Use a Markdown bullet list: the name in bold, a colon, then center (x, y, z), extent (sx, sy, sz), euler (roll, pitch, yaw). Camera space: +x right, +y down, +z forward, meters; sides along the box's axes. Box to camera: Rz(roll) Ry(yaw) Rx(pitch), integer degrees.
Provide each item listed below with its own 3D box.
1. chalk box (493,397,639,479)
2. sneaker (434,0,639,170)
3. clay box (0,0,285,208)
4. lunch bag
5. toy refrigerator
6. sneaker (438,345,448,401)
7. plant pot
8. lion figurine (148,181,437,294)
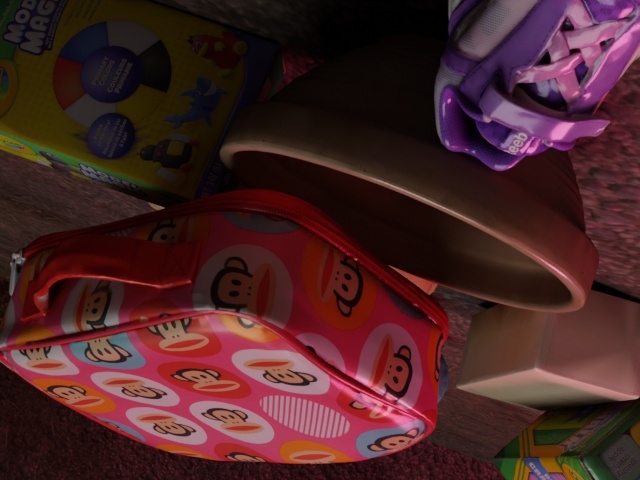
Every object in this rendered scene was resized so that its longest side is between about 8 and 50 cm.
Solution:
- **chalk box**: center (0.331, 0.228, 1.134), extent (0.179, 0.180, 0.289), euler (54, 162, 2)
- **sneaker**: center (0.110, -0.091, 0.514), extent (0.095, 0.104, 0.236), euler (25, 166, -7)
- **clay box**: center (-0.151, -0.107, 0.811), extent (0.222, 0.127, 0.053), euler (19, 166, 8)
- **lunch bag**: center (-0.085, 0.064, 0.809), extent (0.293, 0.120, 0.258), euler (-11, 146, 39)
- **toy refrigerator**: center (0.225, 0.107, 1.152), extent (0.102, 0.094, 0.269), euler (16, 168, -5)
- **sneaker**: center (0.100, 0.154, 1.450), extent (0.178, 0.123, 0.295), euler (33, 171, -24)
- **plant pot**: center (0.068, -0.050, 0.713), extent (0.237, 0.109, 0.237), euler (24, 170, 4)
- **lion figurine**: center (0.000, 0.000, 1.044), extent (0.240, 0.142, 0.392), euler (-14, 160, 40)
